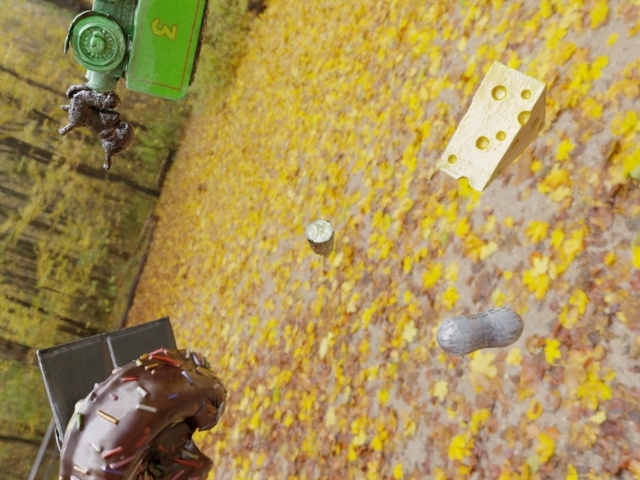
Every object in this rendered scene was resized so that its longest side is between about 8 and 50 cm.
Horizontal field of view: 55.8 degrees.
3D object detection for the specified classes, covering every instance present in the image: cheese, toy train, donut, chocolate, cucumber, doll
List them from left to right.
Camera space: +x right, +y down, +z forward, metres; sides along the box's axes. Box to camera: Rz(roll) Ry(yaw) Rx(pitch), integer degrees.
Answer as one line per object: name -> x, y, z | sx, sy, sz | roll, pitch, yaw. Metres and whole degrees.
doll -> -0.371, -0.202, 1.020 | 0.165, 0.139, 0.057 | -20, 38, 45
toy train -> -0.264, -0.331, 0.895 | 0.132, 0.188, 0.243 | -129, 51, -65
donut -> -0.211, 0.252, 0.766 | 0.096, 0.216, 0.230 | 28, 93, 34
cucumber -> 0.001, 0.000, 1.593 | 0.241, 0.074, 0.074 | 82, -154, -78
chocolate -> 0.279, 0.157, 1.050 | 0.072, 0.167, 0.072 | 173, 90, -74
cheese -> 0.264, -0.162, 0.943 | 0.171, 0.093, 0.126 | -52, -27, -4

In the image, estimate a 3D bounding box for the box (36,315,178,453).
box -> -0.428, 0.302, 1.262 | 0.345, 0.251, 0.204 | -32, 73, 64
